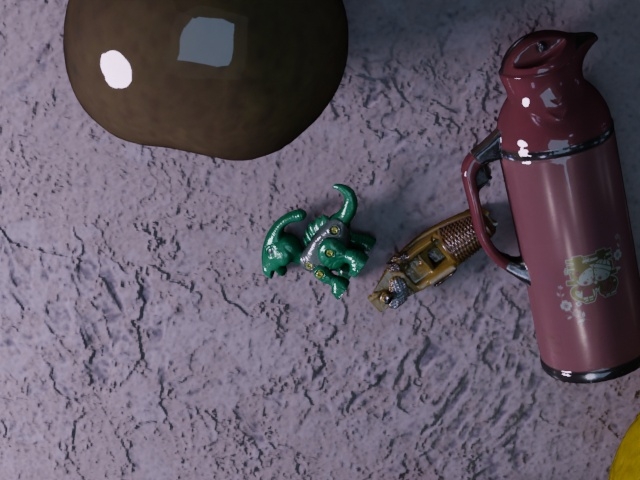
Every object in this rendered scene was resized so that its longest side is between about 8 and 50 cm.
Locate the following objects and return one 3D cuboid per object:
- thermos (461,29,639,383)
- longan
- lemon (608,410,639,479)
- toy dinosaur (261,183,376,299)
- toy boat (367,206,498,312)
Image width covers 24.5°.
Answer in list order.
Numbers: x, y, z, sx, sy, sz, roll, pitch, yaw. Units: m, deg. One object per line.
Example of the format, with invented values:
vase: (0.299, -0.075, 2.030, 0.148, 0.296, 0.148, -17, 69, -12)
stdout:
thermos: (0.218, -0.036, 1.377, 0.136, 0.109, 0.330, -3, 114, 27)
longan: (-0.101, -0.175, 1.277, 0.248, 0.248, 0.248, 1, 113, 3)
lemon: (0.428, 0.267, 1.359, 0.350, 0.350, 0.387, 16, 132, -3)
toy dinosaur: (0.000, 0.000, 1.433, 0.096, 0.059, 0.132, 31, 119, -3)
toy boat: (0.108, 0.018, 1.434, 0.149, 0.049, 0.047, -36, 107, 17)
